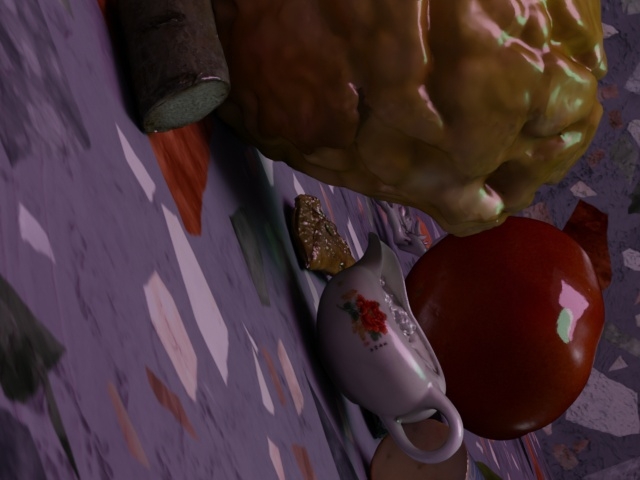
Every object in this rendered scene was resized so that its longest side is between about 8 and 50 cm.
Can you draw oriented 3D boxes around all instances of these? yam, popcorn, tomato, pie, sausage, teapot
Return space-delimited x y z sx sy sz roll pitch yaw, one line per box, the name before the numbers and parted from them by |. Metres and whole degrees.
yam | -0.102 -0.136 1.195 0.070 0.069 0.146 59 14 -53
popcorn | 0.070 -0.205 1.512 0.390 0.354 0.344 25 -5 15
tomato | 0.218 0.101 2.241 0.226 0.299 0.298 23 26 -17
pie | 0.000 0.000 1.708 0.170 0.034 0.092 32 39 -69
sausage | 0.128 0.266 1.650 0.312 0.093 0.093 58 13 -57
teapot | 0.055 0.100 1.521 0.145 0.092 0.226 36 23 -56

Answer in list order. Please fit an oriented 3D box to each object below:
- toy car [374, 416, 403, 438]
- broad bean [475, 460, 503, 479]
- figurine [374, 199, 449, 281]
toy car | 0.074 0.155 1.715 0.142 0.055 0.069 35 37 -75
broad bean | 0.208 0.338 2.114 0.153 0.072 0.207 66 5 31
figurine | 0.195 0.040 2.515 0.284 0.206 0.316 -89 163 -57
